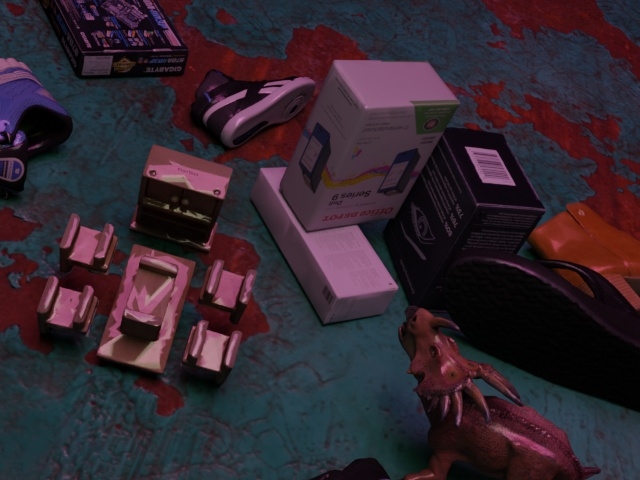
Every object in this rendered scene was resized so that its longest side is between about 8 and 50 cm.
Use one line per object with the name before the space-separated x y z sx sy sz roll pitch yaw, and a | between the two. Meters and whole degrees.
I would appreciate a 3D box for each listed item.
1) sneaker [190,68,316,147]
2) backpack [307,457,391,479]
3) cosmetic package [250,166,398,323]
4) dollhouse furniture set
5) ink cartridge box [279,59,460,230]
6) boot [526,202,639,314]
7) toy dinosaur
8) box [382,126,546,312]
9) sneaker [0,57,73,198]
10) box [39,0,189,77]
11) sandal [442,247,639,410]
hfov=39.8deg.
sneaker | -0.110 -0.232 1.369 0.121 0.079 0.217 40 44 15
backpack | 0.045 0.295 0.796 0.152 0.115 0.182 -12 58 -40
cosmetic package | 0.000 0.000 1.192 0.099 0.060 0.239 -7 50 -31
dollhouse furniture set | -0.190 0.039 1.038 0.212 0.161 0.242 17 63 -8
ink cartridge box | 0.059 -0.121 1.142 0.154 0.212 0.093 -8 53 -34
boot | 0.479 0.017 1.372 0.295 0.104 0.211 -13 53 -30
toy dinosaur | 0.196 0.210 0.959 0.295 0.200 0.127 22 41 -3
box | 0.186 -0.024 1.196 0.108 0.207 0.153 3 46 -23
sneaker | -0.430 -0.117 1.059 0.147 0.130 0.330 34 41 14
box | -0.332 -0.346 1.405 0.175 0.051 0.220 -9 51 -33
sandal | 0.353 0.116 1.170 0.445 0.167 0.107 26 46 -13
